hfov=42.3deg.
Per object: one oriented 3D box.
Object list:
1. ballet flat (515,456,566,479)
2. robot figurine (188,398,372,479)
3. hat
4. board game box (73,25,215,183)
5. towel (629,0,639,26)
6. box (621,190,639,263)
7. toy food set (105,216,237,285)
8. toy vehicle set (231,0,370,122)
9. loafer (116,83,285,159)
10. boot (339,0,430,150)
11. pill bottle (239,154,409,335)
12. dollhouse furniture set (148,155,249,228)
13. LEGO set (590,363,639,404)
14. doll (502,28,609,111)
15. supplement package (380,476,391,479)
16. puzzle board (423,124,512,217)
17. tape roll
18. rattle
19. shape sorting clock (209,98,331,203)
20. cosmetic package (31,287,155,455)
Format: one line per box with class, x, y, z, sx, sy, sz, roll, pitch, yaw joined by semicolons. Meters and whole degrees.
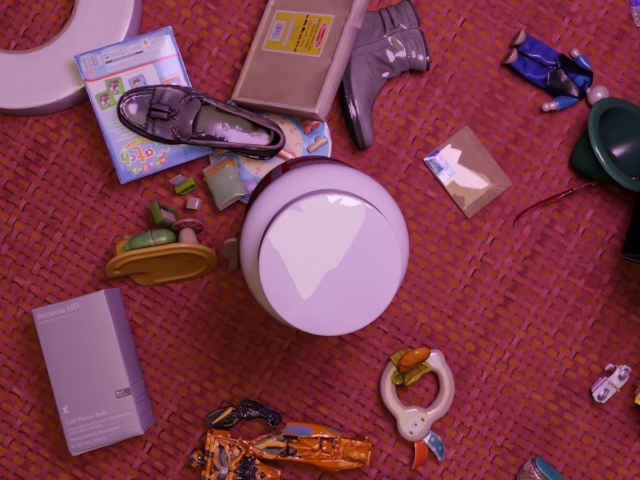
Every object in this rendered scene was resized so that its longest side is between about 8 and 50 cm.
ballet flat;0.405;0.440;1.362;0.206;0.073;0.067;43;114;3
robot figurine;-0.069;0.371;1.333;0.290;0.085;0.211;7;86;-1
hat;0.452;-0.126;1.404;0.208;0.183;0.173;6;66;-27
board game box;-0.280;-0.216;1.327;0.160;0.039;0.212;-20;97;-10
towel;0.562;-0.412;1.423;0.060;0.009;0.083;-12;88;-1
box;0.737;-0.131;1.133;0.471;0.297;0.480;17;93;8
toy food set;-0.239;0.012;1.340;0.217;0.128;0.071;-9;64;-2
toy vehicle set;-0.026;-0.328;1.338;0.165;0.035;0.267;15;79;28
loafer;-0.180;-0.188;1.288;0.267;0.084;0.096;11;91;-15
boot;0.109;-0.279;1.367;0.161;0.083;0.247;-9;83;-3
pill bottle;0.000;0.000;1.176;0.228;0.408;0.229;0;99;-3
dollhouse furniture set;-0.200;-0.078;1.343;0.151;0.058;0.076;-30;69;13
LEGO set;0.590;0.292;1.367;0.287;0.107;0.132;44;122;-4
doll;0.400;-0.276;1.394;0.189;0.046;0.129;26;78;-7
supplement package;0.140;0.552;1.284;0.175;0.177;0.293;18;88;-1
puzzle board;0.249;-0.116;1.401;0.096;0.011;0.128;-38;88;-2
tape roll;-0.493;-0.402;1.364;0.391;0.072;0.392;0;87;-1
rattle;0.168;0.272;1.322;0.130;0.142;0.200;4;81;-20
shape sorting clock;-0.084;-0.157;1.379;0.206;0.040;0.206;0;87;-2
cosmetic package;-0.361;0.203;1.325;0.127;0.107;0.238;-18;91;1
